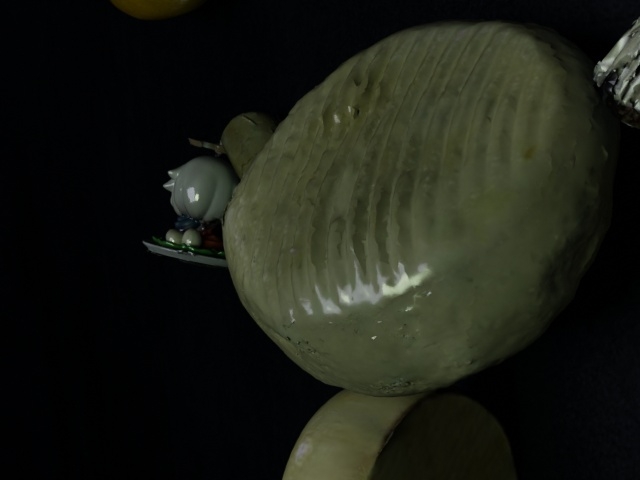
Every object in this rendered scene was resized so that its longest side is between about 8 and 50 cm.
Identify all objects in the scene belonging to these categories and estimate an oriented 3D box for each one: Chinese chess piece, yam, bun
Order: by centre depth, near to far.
[{"bbox_3d":[0.095,-0.016,1.065,0.362,0.234,0.326,-33,34,21],"label":"bun"},{"bbox_3d":[0.074,0.248,1.138,0.104,0.257,0.257,0,96,41],"label":"Chinese chess piece"},{"bbox_3d":[0.000,0.000,1.355,0.371,0.083,0.083,57,137,34],"label":"yam"}]

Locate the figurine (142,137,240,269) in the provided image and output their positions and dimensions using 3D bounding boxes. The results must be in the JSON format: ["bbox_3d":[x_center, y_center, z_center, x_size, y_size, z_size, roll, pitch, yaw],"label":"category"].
[{"bbox_3d":[-0.138,-0.050,1.524,0.132,0.132,0.153,14,93,53],"label":"figurine"}]

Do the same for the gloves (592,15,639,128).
[{"bbox_3d":[0.290,-0.197,0.802,0.135,0.210,0.312,-97,28,-43],"label":"gloves"}]

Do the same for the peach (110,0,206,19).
[{"bbox_3d":[-0.192,-0.387,1.504,0.251,0.153,0.251,30,126,53],"label":"peach"}]
